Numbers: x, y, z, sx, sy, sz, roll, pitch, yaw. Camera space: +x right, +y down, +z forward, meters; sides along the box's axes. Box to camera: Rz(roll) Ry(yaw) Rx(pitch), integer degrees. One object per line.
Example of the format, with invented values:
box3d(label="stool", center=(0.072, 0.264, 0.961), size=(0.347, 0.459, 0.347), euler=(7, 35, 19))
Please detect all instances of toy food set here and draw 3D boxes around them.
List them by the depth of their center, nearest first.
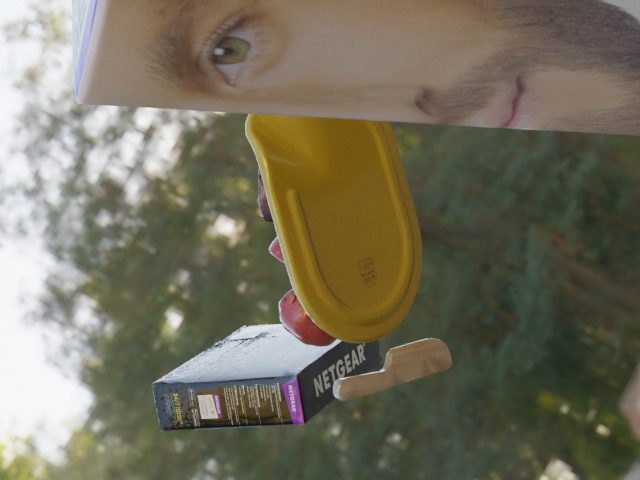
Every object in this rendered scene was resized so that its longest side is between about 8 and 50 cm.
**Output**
box3d(label="toy food set", center=(0.000, 0.000, 1.082), size=(0.128, 0.071, 0.218), euler=(-22, -80, -46))

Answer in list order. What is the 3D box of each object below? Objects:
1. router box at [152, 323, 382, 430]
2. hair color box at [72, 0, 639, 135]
box3d(label="router box", center=(-0.042, 0.112, 1.393), size=(0.179, 0.133, 0.046), euler=(-30, -68, -63))
box3d(label="hair color box", center=(0.098, -0.118, 0.523), size=(0.185, 0.339, 0.110), euler=(119, 152, -62))
